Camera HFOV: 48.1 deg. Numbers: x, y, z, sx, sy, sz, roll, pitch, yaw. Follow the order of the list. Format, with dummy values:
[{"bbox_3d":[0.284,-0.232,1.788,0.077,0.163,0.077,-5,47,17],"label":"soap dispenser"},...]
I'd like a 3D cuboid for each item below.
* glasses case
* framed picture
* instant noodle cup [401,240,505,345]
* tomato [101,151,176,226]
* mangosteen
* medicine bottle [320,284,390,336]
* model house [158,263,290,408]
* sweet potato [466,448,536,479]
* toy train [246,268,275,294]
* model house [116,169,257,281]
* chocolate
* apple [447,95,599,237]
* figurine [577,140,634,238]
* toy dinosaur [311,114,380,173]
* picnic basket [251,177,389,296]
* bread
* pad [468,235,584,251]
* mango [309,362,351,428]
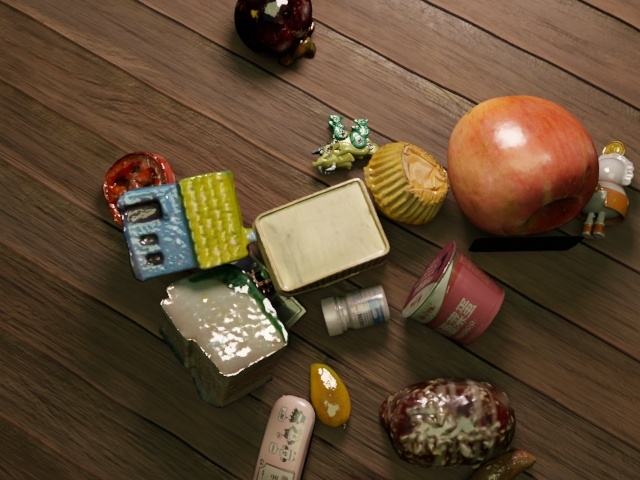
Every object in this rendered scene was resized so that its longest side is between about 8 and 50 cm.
[{"bbox_3d":[-0.096,0.558,1.858,0.122,0.075,0.314,14,88,22],"label":"glasses case"},{"bbox_3d":[-0.186,0.164,1.955,0.189,0.023,0.260,-44,82,1],"label":"framed picture"},{"bbox_3d":[0.342,0.145,1.820,0.178,0.235,0.234,34,86,-1],"label":"instant noodle cup"},{"bbox_3d":[-0.484,-0.139,1.977,0.228,0.101,0.227,2,97,19],"label":"tomato"},{"bbox_3d":[-0.107,-0.596,1.964,0.265,0.228,0.228,37,86,-30],"label":"mangosteen"},{"bbox_3d":[0.093,0.183,1.887,0.168,0.105,0.105,-15,82,2],"label":"medicine bottle"},{"bbox_3d":[-0.259,0.261,1.834,0.243,0.284,0.298,-24,61,-34],"label":"model house"},{"bbox_3d":[0.399,0.652,1.807,0.114,0.092,0.341,38,87,-9],"label":"sweet potato"},{"bbox_3d":[-0.183,0.121,1.902,0.138,0.050,0.087,-21,92,26],"label":"toy train"},{"bbox_3d":[-0.322,-0.041,1.804,0.303,0.215,0.237,-12,97,1],"label":"model house"},{"bbox_3d":[0.317,0.457,1.781,0.340,0.210,0.225,-3,80,4],"label":"chocolate"},{"bbox_3d":[0.489,-0.189,1.787,0.364,0.364,0.363,-1,83,4],"label":"apple"},{"bbox_3d":[0.735,-0.135,1.866,0.143,0.143,0.271,8,85,5],"label":"figurine"},{"bbox_3d":[0.104,-0.261,1.956,0.259,0.094,0.153,-2,82,-4],"label":"toy dinosaur"},{"bbox_3d":[0.000,0.000,1.885,0.313,0.175,0.228,-21,80,-2],"label":"picnic basket"},{"bbox_3d":[0.234,-0.154,1.866,0.139,0.240,0.239,-30,78,44],"label":"bread"},{"bbox_3d":[0.521,0.010,1.838,0.267,0.181,0.004,-1,77,4],"label":"pad"},{"bbox_3d":[0.022,0.408,1.886,0.101,0.066,0.187,-20,73,1],"label":"mango"}]
